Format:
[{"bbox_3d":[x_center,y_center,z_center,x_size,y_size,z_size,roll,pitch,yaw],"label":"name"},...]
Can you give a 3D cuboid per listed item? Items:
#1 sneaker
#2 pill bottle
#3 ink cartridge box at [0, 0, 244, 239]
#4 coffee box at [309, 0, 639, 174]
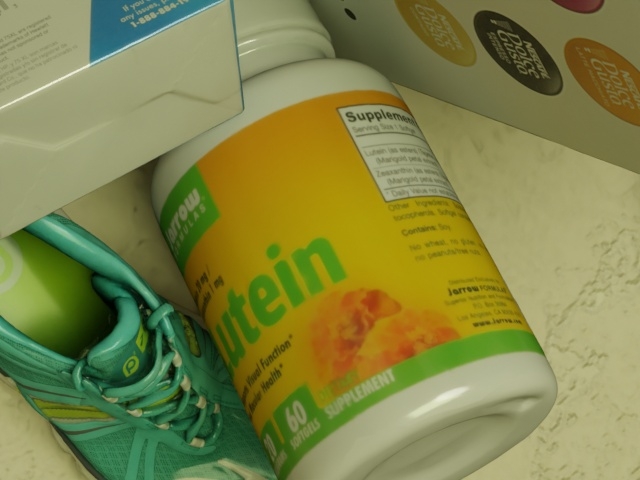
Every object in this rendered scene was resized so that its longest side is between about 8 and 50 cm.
[{"bbox_3d":[-0.100,0.065,0.884,0.275,0.110,0.107,39,79,-21],"label":"sneaker"},{"bbox_3d":[0.000,0.000,0.861,0.136,0.136,0.246,-18,66,-21],"label":"pill bottle"},{"bbox_3d":[-0.152,-0.123,0.826,0.134,0.231,0.078,-29,145,-18],"label":"ink cartridge box"},{"bbox_3d":[0.131,-0.275,0.788,0.338,0.334,0.338,-46,129,-14],"label":"coffee box"}]
